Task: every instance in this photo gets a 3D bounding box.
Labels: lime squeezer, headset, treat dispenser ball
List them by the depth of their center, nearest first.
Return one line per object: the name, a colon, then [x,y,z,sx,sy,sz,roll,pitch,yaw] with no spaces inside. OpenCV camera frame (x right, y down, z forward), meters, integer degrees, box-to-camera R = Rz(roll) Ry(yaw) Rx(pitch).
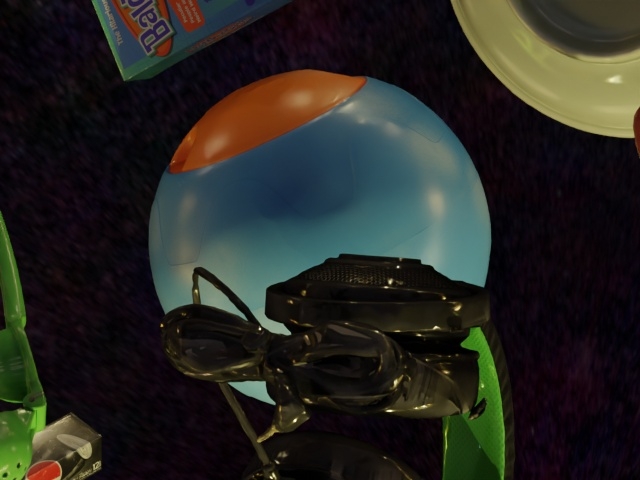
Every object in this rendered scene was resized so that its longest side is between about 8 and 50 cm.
headset: [0.040,0.116,0.960,0.185,0.394,0.243,3,69,30]
lime squeezer: [-0.220,0.097,1.085,0.110,0.059,0.310,6,51,16]
treat dispenser ball: [0.000,0.000,1.461,0.288,0.288,0.288,-2,76,7]

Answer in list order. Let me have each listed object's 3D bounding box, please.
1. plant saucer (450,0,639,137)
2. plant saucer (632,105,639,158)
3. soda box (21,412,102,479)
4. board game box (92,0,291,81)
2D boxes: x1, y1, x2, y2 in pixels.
plant saucer: [0.283,-0.285,1.674,0.400,0.100,0.401,10,112,26]
plant saucer: [0.259,0.047,0.577,0.258,0.048,0.259,-7,71,-9]
soda box: [-0.324,0.259,1.924,0.060,0.053,0.169,32,45,34]
board game box: [-0.114,-0.253,1.513,0.210,0.047,0.160,-24,87,32]
